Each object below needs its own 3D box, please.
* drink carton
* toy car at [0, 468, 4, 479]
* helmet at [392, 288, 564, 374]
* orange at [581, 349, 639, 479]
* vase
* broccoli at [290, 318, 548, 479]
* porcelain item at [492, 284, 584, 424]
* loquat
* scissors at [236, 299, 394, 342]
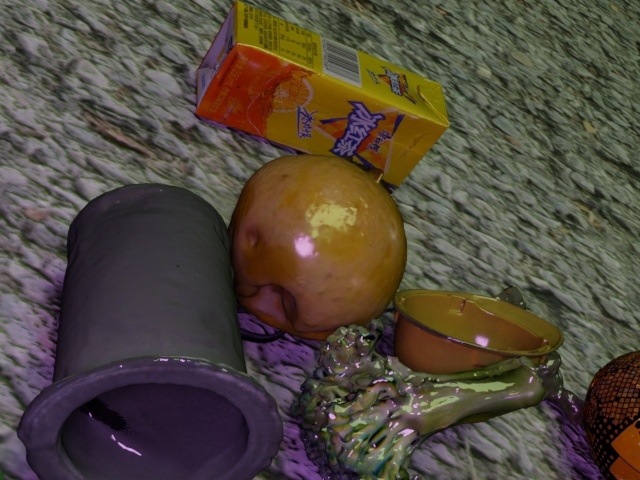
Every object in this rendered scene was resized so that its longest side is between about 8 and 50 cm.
[{"bbox_3d":[0.002,-0.211,1.485,0.351,0.154,0.111,17,45,-23],"label":"drink carton"},{"bbox_3d":[-0.317,0.221,0.741,0.176,0.213,0.358,-5,81,-37],"label":"toy car"},{"bbox_3d":[0.186,0.159,1.290,0.205,0.140,0.257,27,15,40],"label":"helmet"},{"bbox_3d":[0.466,0.263,1.358,0.234,0.182,0.234,25,55,-40],"label":"orange"},{"bbox_3d":[-0.168,0.091,1.024,0.245,0.245,0.291,17,40,-24],"label":"vase"},{"bbox_3d":[0.096,0.165,1.132,0.198,0.275,0.177,56,-1,-1],"label":"broccoli"},{"bbox_3d":[0.306,0.172,1.431,0.081,0.069,0.215,-18,70,-50],"label":"porcelain item"},{"bbox_3d":[0.000,0.000,1.194,0.244,0.244,0.244,21,43,-20],"label":"loquat"},{"bbox_3d":[-0.003,0.082,1.310,0.300,0.022,0.109,2,55,-36],"label":"scissors"}]
